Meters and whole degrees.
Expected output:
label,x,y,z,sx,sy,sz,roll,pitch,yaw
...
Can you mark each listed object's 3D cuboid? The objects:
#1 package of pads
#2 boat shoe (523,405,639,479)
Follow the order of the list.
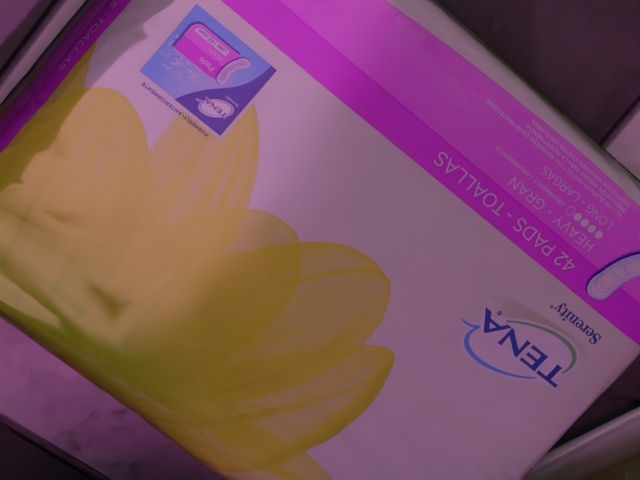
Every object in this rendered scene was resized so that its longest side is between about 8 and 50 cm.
label,x,y,z,sx,sy,sz,roll,pitch,yaw
package of pads,0.000,0.000,0.744,0.296,0.101,0.229,38,101,-20
boat shoe,0.226,0.079,0.809,0.367,0.136,0.156,-28,111,13
